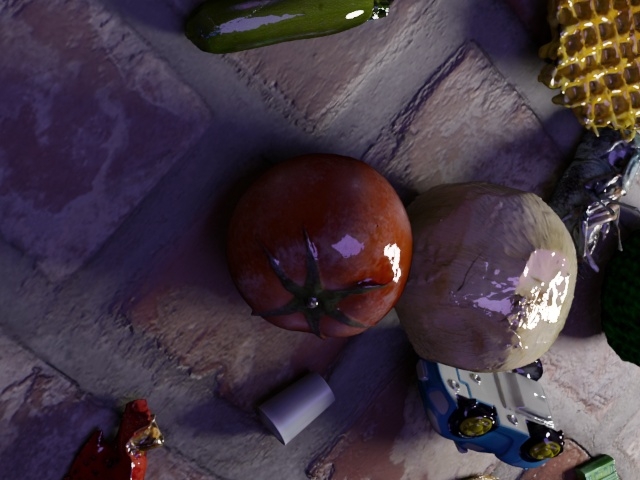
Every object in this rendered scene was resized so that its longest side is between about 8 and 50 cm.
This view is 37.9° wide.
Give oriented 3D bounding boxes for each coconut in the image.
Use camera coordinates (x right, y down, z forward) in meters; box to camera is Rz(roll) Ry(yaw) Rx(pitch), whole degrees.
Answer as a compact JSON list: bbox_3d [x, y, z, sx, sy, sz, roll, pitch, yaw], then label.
[{"bbox_3d":[0.252,0.057,1.423,0.297,0.254,0.297,5,81,-35],"label":"coconut"}]

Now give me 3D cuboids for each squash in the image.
[{"bbox_3d":[-0.030,-0.319,1.299,0.331,0.087,0.087,-14,112,-23],"label":"squash"}]

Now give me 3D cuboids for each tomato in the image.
[{"bbox_3d":[0.000,0.000,1.320,0.264,0.265,0.265,-8,110,-24],"label":"tomato"}]

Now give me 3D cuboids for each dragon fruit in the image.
[{"bbox_3d":[-0.298,0.325,1.396,0.092,0.122,0.192,10,101,-69],"label":"dragon fruit"}]

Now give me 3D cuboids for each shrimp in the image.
[{"bbox_3d":[0.452,-0.038,1.573,0.137,0.172,0.372,19,82,2],"label":"shrimp"}]

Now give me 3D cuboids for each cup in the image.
[{"bbox_3d":[-0.037,0.276,1.500,0.116,0.074,0.104,-35,142,-18],"label":"cup"}]

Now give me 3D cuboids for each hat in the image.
[{"bbox_3d":[0.660,0.122,1.625,0.242,0.332,0.274,-1,103,-17],"label":"hat"}]

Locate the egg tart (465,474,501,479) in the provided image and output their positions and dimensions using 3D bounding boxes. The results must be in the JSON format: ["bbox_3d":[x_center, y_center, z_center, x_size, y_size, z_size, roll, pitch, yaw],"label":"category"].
[{"bbox_3d":[0.302,0.530,1.742,0.191,0.074,0.191,-9,109,-26],"label":"egg tart"}]

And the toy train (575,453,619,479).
[{"bbox_3d":[0.552,0.467,1.865,0.093,0.038,0.056,-19,107,-20],"label":"toy train"}]

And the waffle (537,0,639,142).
[{"bbox_3d":[0.489,-0.310,1.537,0.329,0.062,0.329,0,91,-28],"label":"waffle"}]

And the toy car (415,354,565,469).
[{"bbox_3d":[0.272,0.281,1.596,0.314,0.198,0.166,23,127,-28],"label":"toy car"}]
